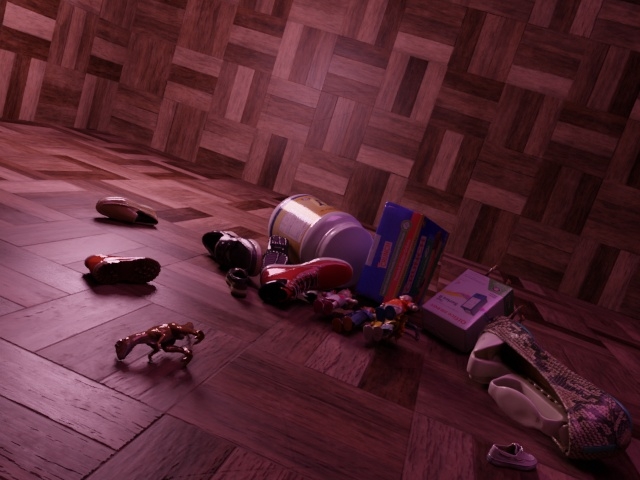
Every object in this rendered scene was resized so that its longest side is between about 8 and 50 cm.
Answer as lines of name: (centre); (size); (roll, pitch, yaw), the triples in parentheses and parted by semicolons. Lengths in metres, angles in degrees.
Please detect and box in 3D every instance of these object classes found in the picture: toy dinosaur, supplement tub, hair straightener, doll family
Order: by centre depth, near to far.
toy dinosaur: (-0.248, 0.158, 0.947); (0.112, 0.064, 0.211); (21, 10, 24)
doll family: (0.114, 0.188, 1.350); (0.262, 0.119, 0.163); (3, 8, 31)
hair straightener: (0.161, 0.205, 1.483); (0.230, 0.047, 0.089); (29, 15, 29)
supplement tub: (0.000, 0.000, 1.733); (0.228, 0.229, 0.316); (10, 13, -37)

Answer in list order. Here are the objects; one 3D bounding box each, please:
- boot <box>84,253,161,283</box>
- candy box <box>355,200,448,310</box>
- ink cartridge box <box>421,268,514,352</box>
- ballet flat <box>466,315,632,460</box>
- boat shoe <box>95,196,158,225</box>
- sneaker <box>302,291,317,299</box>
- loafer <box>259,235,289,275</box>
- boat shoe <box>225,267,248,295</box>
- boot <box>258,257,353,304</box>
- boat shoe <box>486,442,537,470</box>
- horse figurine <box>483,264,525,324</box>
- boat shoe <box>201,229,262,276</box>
boot: (-0.426, 0.054, 1.206); (0.084, 0.059, 0.157); (20, 10, 41)
candy box: (0.246, 0.056, 1.626); (0.122, 0.268, 0.317); (21, 1, 28)
ink cartridge box: (0.405, 0.189, 1.534); (0.212, 0.093, 0.154); (-33, 38, -26)
ballet flat: (0.431, 0.295, 1.203); (0.181, 0.164, 0.483); (-6, 18, -14)
boat shoe: (-0.567, -0.082, 1.659); (0.189, 0.068, 0.072); (7, 26, -46)
sneaker: (-0.025, 0.130, 1.526); (0.040, 0.044, 0.109); (19, 12, -9)
loafer: (-0.128, 0.066, 1.599); (0.080, 0.079, 0.220); (11, 28, 1)
boat shoe: (-0.202, 0.094, 1.391); (0.056, 0.049, 0.152); (14, 11, -21)
boot: (-0.032, 0.109, 1.402); (0.244, 0.089, 0.176); (-5, 14, -3)
boat shoe: (0.328, 0.361, 0.942); (0.100, 0.035, 0.035); (14, 11, -18)
horse figurine: (0.501, 0.203, 1.634); (0.066, 0.174, 0.263); (9, 50, -41)
boat shoe: (-0.247, 0.031, 1.527); (0.092, 0.103, 0.285); (5, 12, -32)
